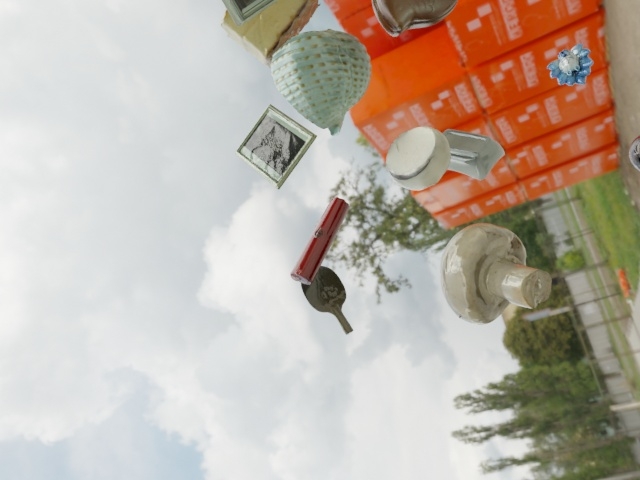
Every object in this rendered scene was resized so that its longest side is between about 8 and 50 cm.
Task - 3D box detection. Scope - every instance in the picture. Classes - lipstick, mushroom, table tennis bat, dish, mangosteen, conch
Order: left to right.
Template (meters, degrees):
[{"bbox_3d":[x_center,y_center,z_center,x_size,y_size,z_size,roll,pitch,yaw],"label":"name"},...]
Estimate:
[{"bbox_3d":[0.001,0.001,1.734,0.073,0.073,0.279,48,-119,-43],"label":"lipstick"},{"bbox_3d":[0.022,-0.494,1.713,0.303,0.215,0.319,6,-127,-34],"label":"conch"},{"bbox_3d":[0.028,0.182,1.778,0.234,0.131,0.022,59,155,17],"label":"table tennis bat"},{"bbox_3d":[0.429,-0.273,1.766,0.151,0.213,0.077,-46,-42,-27],"label":"dish"},{"bbox_3d":[0.486,0.097,1.583,0.293,0.290,0.292,-9,-75,-37],"label":"mushroom"},{"bbox_3d":[0.899,-0.238,1.569,0.140,0.140,0.140,50,-151,-41],"label":"mangosteen"}]

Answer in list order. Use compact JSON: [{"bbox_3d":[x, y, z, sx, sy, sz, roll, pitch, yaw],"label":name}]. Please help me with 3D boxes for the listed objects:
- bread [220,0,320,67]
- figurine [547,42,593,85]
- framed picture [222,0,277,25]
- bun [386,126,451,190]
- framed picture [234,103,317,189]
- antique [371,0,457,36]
[{"bbox_3d":[-0.160,-0.735,1.892,0.207,0.279,0.279,36,-172,-7],"label":"bread"},{"bbox_3d":[0.655,-0.445,1.517,0.079,0.114,0.114,24,-130,-57],"label":"figurine"},{"bbox_3d":[-0.105,-0.523,0.977,0.019,0.232,0.296,59,-176,32],"label":"framed picture"},{"bbox_3d":[0.268,-0.206,1.531,0.120,0.173,0.172,33,-139,-38],"label":"bun"},{"bbox_3d":[-0.168,-0.340,2.074,0.293,0.231,0.018,40,-173,38],"label":"framed picture"},{"bbox_3d":[0.259,-0.677,1.566,0.224,0.278,0.129,38,-179,-2],"label":"antique"}]
